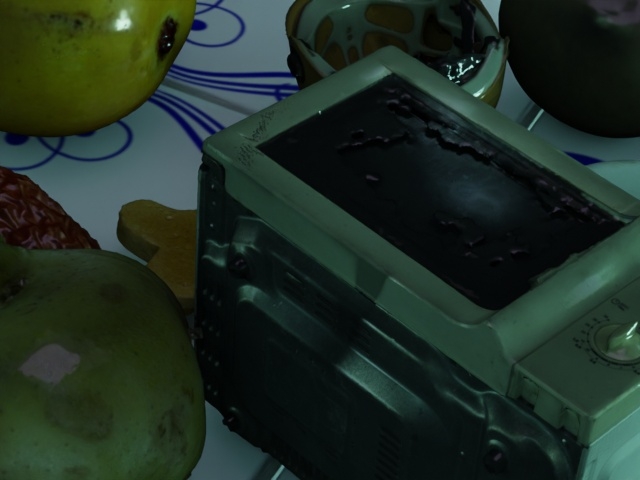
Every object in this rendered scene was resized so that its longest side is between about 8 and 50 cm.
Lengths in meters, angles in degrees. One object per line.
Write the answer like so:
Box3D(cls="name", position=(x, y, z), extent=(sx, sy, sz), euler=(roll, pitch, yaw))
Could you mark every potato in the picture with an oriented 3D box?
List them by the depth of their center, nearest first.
Box3D(cls="potato", position=(-0.243, 0.103, 1.298), extent=(0.351, 0.202, 0.218), euler=(5, 48, 20))

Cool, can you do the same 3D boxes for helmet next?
Box3D(cls="helmet", position=(0.067, -0.146, 1.691), extent=(0.198, 0.130, 0.224), euler=(-17, 36, -26))

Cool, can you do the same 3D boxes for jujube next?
Box3D(cls="jujube", position=(-0.241, 0.015, 1.476), extent=(0.176, 0.109, 0.112), euler=(37, 84, 22))

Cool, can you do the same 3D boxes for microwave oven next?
Box3D(cls="microwave oven", position=(0.089, 0.079, 1.291), extent=(0.218, 0.286, 0.355), euler=(-30, 52, -35))

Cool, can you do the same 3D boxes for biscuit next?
Box3D(cls="biscuit", position=(-0.046, 0.014, 1.545), extent=(0.240, 0.035, 0.158), euler=(0, 39, -20))

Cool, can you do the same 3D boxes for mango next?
Box3D(cls="mango", position=(-0.297, -0.278, 1.702), extent=(0.300, 0.232, 0.446), euler=(-25, 56, -26))

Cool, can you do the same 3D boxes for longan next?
Box3D(cls="longan", position=(0.277, -0.191, 1.730), extent=(0.220, 0.197, 0.196), euler=(22, 41, 31))

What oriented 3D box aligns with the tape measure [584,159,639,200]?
Box3D(cls="tape measure", position=(0.266, 0.025, 1.509), extent=(0.246, 0.125, 0.243), euler=(-7, 41, -14))
